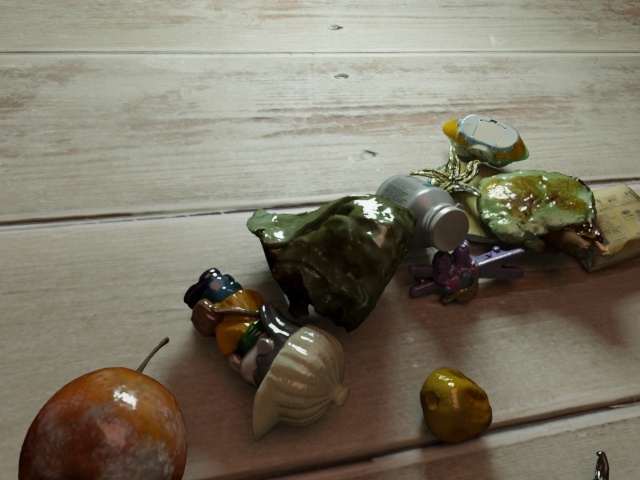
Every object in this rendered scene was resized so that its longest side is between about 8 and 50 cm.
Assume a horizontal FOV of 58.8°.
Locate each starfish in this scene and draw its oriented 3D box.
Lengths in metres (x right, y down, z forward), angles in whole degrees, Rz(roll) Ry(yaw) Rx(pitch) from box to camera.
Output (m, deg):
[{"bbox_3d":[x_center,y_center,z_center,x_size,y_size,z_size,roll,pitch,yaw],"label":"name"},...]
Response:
[{"bbox_3d":[0.302,-0.151,1.361,0.175,0.053,0.208,14,44,12],"label":"starfish"}]

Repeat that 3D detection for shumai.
[{"bbox_3d":[0.000,0.000,1.066,0.288,0.330,0.292,33,78,1],"label":"shumai"}]

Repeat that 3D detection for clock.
[{"bbox_3d":[0.418,-0.251,1.453,0.230,0.144,0.103,27,81,17],"label":"clock"}]

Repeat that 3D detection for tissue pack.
[{"bbox_3d":[0.693,-0.036,1.377,0.222,0.090,0.186,-15,60,-20],"label":"tissue pack"}]

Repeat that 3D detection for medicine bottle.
[{"bbox_3d":[0.216,-0.056,1.219,0.134,0.135,0.215,-15,26,-21],"label":"medicine bottle"}]

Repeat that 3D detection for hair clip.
[{"bbox_3d":[0.325,0.057,1.222,0.278,0.137,0.090,-14,22,-21],"label":"hair clip"}]

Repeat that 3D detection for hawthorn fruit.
[{"bbox_3d":[-0.318,0.309,0.850,0.234,0.263,0.232,-16,94,-12],"label":"hawthorn fruit"}]

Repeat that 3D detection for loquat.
[{"bbox_3d":[0.245,0.297,1.025,0.137,0.113,0.137,22,36,-16],"label":"loquat"}]

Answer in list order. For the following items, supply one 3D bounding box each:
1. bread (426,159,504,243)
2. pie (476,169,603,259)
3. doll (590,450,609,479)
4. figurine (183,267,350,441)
[{"bbox_3d":[0.385,-0.095,1.391,0.266,0.041,0.267,5,52,-7],"label":"bread"},{"bbox_3d":[0.498,-0.077,1.304,0.274,0.106,0.257,12,51,11],"label":"pie"},{"bbox_3d":[0.506,0.463,0.985,0.139,0.057,0.165,31,62,10],"label":"doll"},{"bbox_3d":[-0.090,0.174,1.007,0.204,0.185,0.332,-36,66,8],"label":"figurine"}]
